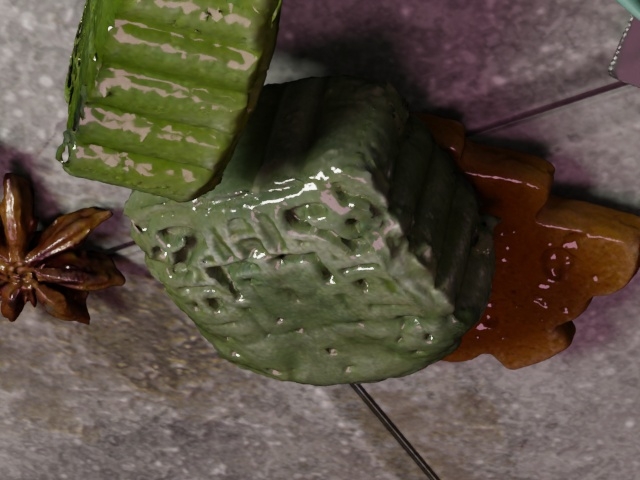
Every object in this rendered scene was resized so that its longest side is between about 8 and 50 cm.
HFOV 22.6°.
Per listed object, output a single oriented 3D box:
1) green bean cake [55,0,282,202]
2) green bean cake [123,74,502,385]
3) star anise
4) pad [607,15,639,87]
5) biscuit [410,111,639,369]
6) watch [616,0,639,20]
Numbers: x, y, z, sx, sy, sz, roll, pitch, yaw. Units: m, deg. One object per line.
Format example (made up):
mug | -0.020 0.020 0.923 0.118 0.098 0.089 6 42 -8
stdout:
green bean cake | -0.084 -0.149 0.969 0.113 0.214 0.200 13 138 -11
green bean cake | 0.000 0.000 1.131 0.223 0.125 0.227 -11 137 26
star anise | -0.235 0.012 1.284 0.168 0.057 0.168 5 139 5
pad | 0.294 -0.121 1.030 0.193 0.004 0.116 23 117 6
biscuit | 0.092 -0.008 1.216 0.278 0.043 0.301 -21 127 32
watch | 0.243 -0.219 0.929 0.195 0.068 0.237 12 131 5
